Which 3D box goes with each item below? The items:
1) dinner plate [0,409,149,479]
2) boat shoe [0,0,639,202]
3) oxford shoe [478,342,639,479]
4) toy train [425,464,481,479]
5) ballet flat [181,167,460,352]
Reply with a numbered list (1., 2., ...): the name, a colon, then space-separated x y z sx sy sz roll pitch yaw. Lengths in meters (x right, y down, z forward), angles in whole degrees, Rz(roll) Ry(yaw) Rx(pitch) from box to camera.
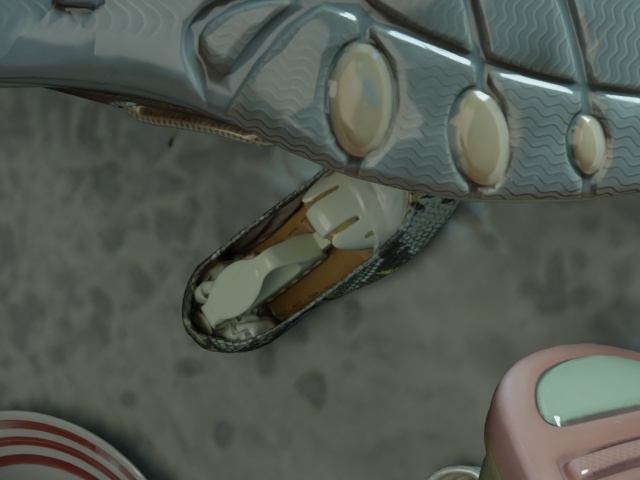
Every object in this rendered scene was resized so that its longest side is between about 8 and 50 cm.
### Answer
1. dinner plate: -0.098 0.128 0.669 0.141 0.017 0.141 2 94 27
2. boat shoe: -0.019 -0.085 0.561 0.324 0.116 0.123 12 96 4
3. oxford shoe: 0.136 0.205 0.472 0.146 0.140 0.397 -55 53 38
4. toy train: 0.049 0.159 0.587 0.125 0.046 0.166 -26 70 -2
5. ballet flat: 0.000 0.000 0.600 0.114 0.041 0.041 -38 77 23
